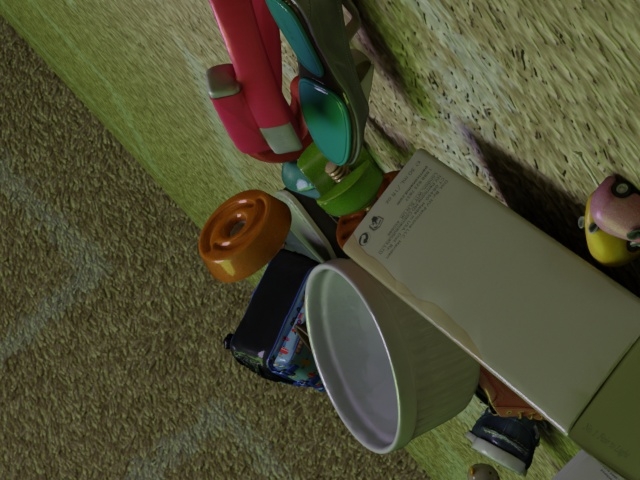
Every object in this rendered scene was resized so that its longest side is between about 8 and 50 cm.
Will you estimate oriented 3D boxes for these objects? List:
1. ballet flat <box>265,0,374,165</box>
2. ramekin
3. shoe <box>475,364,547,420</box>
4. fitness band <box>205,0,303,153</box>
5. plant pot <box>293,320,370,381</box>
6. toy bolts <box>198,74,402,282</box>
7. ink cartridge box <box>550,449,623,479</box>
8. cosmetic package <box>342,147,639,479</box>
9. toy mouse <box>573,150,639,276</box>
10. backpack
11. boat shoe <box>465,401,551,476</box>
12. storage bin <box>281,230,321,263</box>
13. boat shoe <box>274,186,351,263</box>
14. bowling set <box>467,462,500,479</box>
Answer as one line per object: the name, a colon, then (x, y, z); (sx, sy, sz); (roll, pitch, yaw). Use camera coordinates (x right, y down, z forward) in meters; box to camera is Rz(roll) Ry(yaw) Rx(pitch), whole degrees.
ballet flat: (0.013, -0.148, 1.439); (0.072, 0.068, 0.213); (36, 158, 36)
ramekin: (0.077, 0.106, 1.802); (0.207, 0.109, 0.207); (49, 148, 44)
shoe: (0.219, 0.166, 1.845); (0.178, 0.081, 0.063); (51, 172, -19)
fitness band: (-0.068, -0.186, 1.419); (0.291, 0.054, 0.209); (66, -168, -72)
plant pot: (0.085, 0.104, 1.978); (0.167, 0.165, 0.167); (47, 174, 7)
toy bolts: (-0.003, -0.030, 1.759); (0.158, 0.218, 0.228); (46, -167, -35)
ink cartridge box: (0.264, 0.345, 1.996); (0.093, 0.212, 0.154); (46, 172, 16)
cosmetic package: (0.171, 0.061, 1.354); (0.160, 0.113, 0.309); (36, -177, -39)
toy mouse: (0.222, 0.008, 1.195); (0.161, 0.031, 0.143); (54, 171, -35)
backpack: (-0.010, 0.111, 2.126); (0.117, 0.158, 0.173); (19, 169, 40)
boat shoe: (0.229, 0.234, 2.139); (0.095, 0.079, 0.254); (30, 178, 11)
storage bin: (0.000, 0.000, 2.256); (0.135, 0.098, 0.091); (52, 162, -25)
boat shoe: (0.023, -0.001, 2.166); (0.081, 0.068, 0.227); (30, 161, 52)
bowling set: (0.325, 0.383, 2.250); (0.287, 0.200, 0.154); (49, -148, -50)
